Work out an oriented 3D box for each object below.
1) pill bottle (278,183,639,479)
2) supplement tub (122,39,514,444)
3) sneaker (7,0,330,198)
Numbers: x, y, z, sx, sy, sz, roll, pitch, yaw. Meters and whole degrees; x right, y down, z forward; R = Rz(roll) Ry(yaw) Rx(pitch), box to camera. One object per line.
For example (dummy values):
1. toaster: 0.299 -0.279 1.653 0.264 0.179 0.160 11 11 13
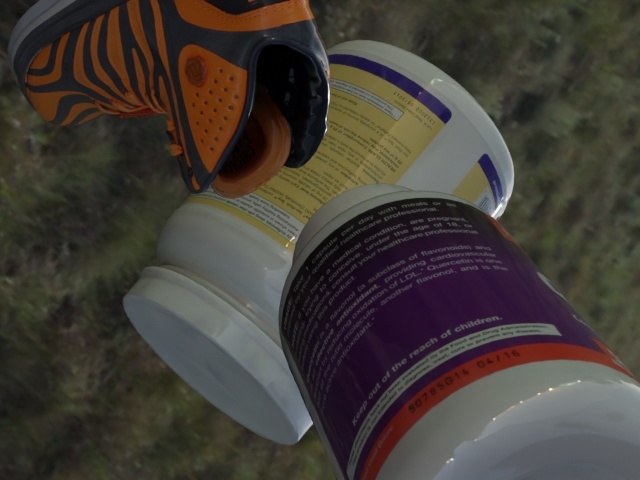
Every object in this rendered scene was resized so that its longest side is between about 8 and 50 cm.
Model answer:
1. pill bottle: 0.079 0.084 0.739 0.182 0.323 0.181 -7 119 -13
2. supplement tub: 0.000 0.000 1.087 0.331 0.241 0.241 -49 159 -21
3. sneaker: -0.110 -0.101 0.799 0.125 0.180 0.321 -20 176 -34
